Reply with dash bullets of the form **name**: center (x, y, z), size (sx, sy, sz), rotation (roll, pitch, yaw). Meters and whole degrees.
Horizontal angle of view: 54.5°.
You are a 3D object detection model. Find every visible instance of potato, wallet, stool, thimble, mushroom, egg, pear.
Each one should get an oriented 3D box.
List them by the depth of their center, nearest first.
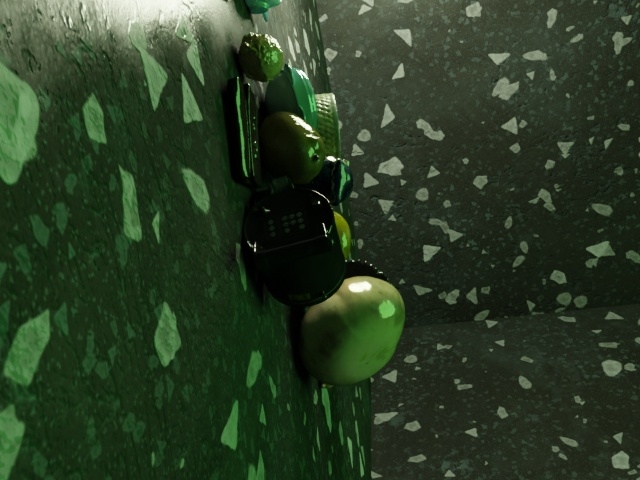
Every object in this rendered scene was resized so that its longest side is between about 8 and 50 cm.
- **wallet**: center (-0.169, -0.238, 1.419), size (0.182, 0.049, 0.228), rotation (27, 58, -84)
- **egg**: center (-0.150, -0.452, 1.540), size (0.116, 0.118, 0.140), rotation (-55, -175, 4)
- **potato**: center (-0.073, -0.232, 1.588), size (0.251, 0.159, 0.174), rotation (33, -21, 51)
- **mushroom**: center (0.097, 0.251, 1.856), size (0.353, 0.325, 0.352), rotation (-12, 90, -76)
- **pear**: center (0.000, -0.001, 1.900), size (0.198, 0.198, 0.198), rotation (-7, 90, -82)
- **thimble**: center (-0.020, -0.355, 2.055), size (0.271, 0.150, 0.270), rotation (173, -90, -87)
- **stool**: center (0.125, 0.233, 2.251), size (0.330, 0.298, 0.296), rotation (62, 22, -80)

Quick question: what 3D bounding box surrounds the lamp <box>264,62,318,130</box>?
- **lamp**: center (-0.082, -0.378, 1.780), size (0.284, 0.147, 0.209), rotation (-1, 78, -87)

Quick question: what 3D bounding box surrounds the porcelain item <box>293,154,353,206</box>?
- **porcelain item**: center (-0.024, -0.144, 1.765), size (0.288, 0.138, 0.186), rotation (1, -96, 56)

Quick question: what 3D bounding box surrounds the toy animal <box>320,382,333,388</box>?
- **toy animal**: center (0.029, 0.461, 2.120), size (0.091, 0.082, 0.114), rotation (52, 18, 11)

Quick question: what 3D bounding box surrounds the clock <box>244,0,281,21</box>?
- **clock**: center (-0.168, -0.747, 1.711), size (0.274, 0.094, 0.223), rotation (65, 21, -62)

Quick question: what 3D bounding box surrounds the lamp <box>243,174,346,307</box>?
- **lamp**: center (-0.049, 0.031, 1.432), size (0.374, 0.205, 0.272), rotation (-105, 178, -58)
